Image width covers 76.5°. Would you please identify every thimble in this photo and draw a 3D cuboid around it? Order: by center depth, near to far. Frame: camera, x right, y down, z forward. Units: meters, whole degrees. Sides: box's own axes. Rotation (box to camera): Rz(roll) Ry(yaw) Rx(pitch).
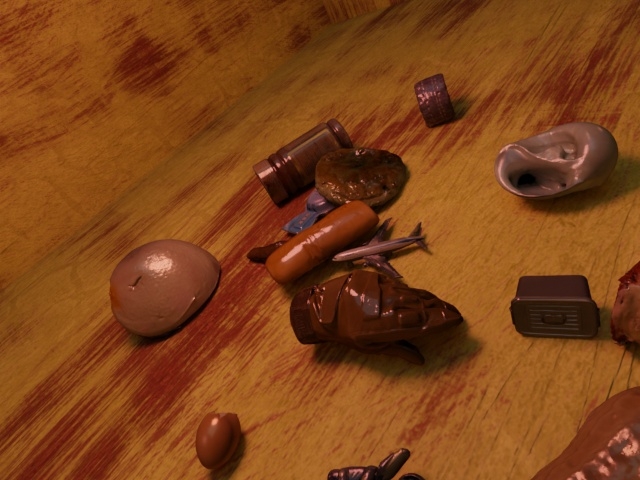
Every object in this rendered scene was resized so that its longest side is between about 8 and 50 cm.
[{"bbox_3d":[0.361,-0.446,1.289,0.097,0.150,0.150,-17,37,22],"label":"thimble"}]

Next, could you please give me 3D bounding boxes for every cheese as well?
[{"bbox_3d":[-0.004,-0.103,1.211,0.135,0.052,0.245,15,55,48],"label":"cheese"}]

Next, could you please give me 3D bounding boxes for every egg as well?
[{"bbox_3d":[-0.187,0.363,0.741,0.080,0.080,0.097,-18,50,18],"label":"egg"},{"bbox_3d":[-0.470,0.102,1.179,0.336,0.201,0.337,-18,38,15],"label":"egg"}]

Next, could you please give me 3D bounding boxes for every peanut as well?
[{"bbox_3d":[0.302,0.284,0.417,0.313,0.152,0.152,-37,35,-10],"label":"peanut"}]

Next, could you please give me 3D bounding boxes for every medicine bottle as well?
[{"bbox_3d":[-0.056,-0.269,1.372,0.322,0.151,0.151,-33,34,-3],"label":"medicine bottle"}]

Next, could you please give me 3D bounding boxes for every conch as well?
[{"bbox_3d":[0.486,-0.155,0.846,0.221,0.121,0.185,-8,39,36],"label":"conch"}]

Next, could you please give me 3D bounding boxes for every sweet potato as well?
[{"bbox_3d":[-0.146,0.035,1.148,0.182,0.053,0.054,-12,77,30],"label":"sweet potato"}]

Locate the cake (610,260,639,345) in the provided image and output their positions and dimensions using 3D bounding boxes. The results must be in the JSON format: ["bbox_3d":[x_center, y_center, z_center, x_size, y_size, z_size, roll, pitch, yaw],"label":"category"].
[{"bbox_3d":[0.503,0.092,0.596,0.220,0.117,0.086,-14,23,-39],"label":"cake"}]

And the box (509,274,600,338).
[{"bbox_3d":[0.371,0.102,0.648,0.122,0.084,0.069,-4,35,32],"label":"box"}]

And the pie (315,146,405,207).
[{"bbox_3d":[0.108,-0.190,1.170,0.276,0.079,0.277,-4,38,3],"label":"pie"}]

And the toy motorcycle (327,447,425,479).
[{"bbox_3d":[0.057,0.367,0.566,0.193,0.061,0.124,-41,42,0],"label":"toy motorcycle"}]

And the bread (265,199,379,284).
[{"bbox_3d":[0.000,0.000,1.020,0.305,0.091,0.142,-33,12,-4],"label":"bread"}]

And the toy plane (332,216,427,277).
[{"bbox_3d":[0.137,0.020,0.944,0.226,0.058,0.226,-23,32,18],"label":"toy plane"}]

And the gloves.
[{"bbox_3d":[0.093,0.136,0.760,0.330,0.141,0.154,-8,39,30],"label":"gloves"}]
